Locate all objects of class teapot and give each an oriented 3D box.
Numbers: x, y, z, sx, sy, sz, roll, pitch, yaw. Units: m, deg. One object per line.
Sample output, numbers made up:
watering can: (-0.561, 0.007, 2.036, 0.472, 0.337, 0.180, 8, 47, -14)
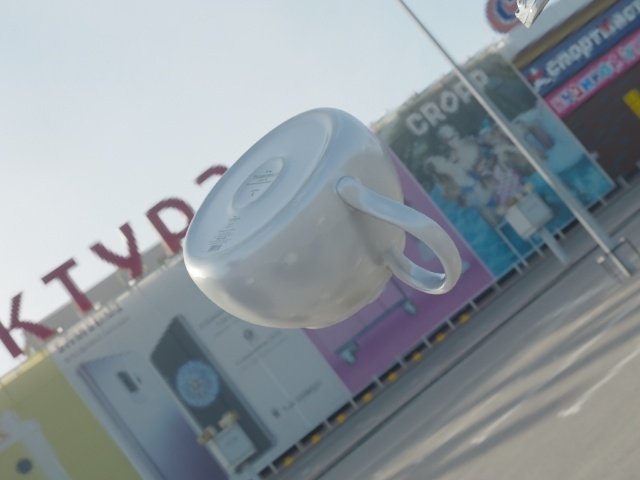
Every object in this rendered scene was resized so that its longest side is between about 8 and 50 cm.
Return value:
teapot: (0.000, 0.000, 0.985, 0.252, 0.187, 0.256, -38, 25, 17)

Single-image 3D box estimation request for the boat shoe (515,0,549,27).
boat shoe: (0.267, -0.301, 1.230, 0.035, 0.035, 0.100, -52, -4, 4)
